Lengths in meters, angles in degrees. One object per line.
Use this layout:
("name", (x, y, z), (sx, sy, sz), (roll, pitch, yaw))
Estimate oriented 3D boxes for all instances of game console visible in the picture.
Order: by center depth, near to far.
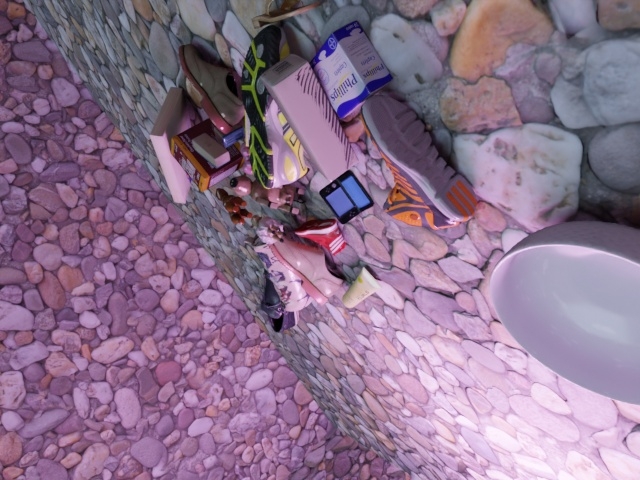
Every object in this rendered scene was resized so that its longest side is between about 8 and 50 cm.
("game console", (0.071, -0.118, 1.136), (0.122, 0.107, 0.071), (54, -177, -5))

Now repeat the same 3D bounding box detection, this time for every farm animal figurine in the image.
("farm animal figurine", (-0.192, -0.189, 1.309), (0.172, 0.330, 0.327), (21, 170, 43))

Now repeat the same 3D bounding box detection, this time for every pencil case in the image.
("pencil case", (-0.156, 0.124, 1.714), (0.184, 0.160, 0.410), (0, 129, 28))

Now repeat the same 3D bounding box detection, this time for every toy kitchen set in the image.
("toy kitchen set", (-0.283, -0.285, 1.330), (0.122, 0.207, 0.166), (40, 153, 24))

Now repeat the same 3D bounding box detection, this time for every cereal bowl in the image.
("cereal bowl", (0.474, 0.102, 0.678), (0.339, 0.141, 0.339), (38, 152, 25))

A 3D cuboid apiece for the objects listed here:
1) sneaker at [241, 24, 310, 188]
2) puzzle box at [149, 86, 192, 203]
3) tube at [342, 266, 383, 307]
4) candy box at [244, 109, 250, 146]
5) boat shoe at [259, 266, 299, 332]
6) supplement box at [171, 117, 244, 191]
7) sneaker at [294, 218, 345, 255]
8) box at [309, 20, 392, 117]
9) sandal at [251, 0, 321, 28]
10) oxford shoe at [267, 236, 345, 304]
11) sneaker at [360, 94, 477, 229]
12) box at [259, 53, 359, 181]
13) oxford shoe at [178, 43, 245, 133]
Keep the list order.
("sneaker", (-0.104, -0.331, 1.033), (0.145, 0.147, 0.384), (32, 128, 47))
("puzzle box", (-0.589, -0.378, 1.675), (0.052, 0.272, 0.409), (6, 148, -2))
("tube", (0.139, 0.172, 1.425), (0.070, 0.062, 0.240), (12, 151, -12))
("candy box", (-0.151, -0.354, 1.092), (0.105, 0.027, 0.205), (6, 119, 3))
("boat shoe", (-0.225, 0.318, 2.105), (0.187, 0.156, 0.500), (36, 150, 32))
("supplement box", (-0.418, -0.324, 1.515), (0.191, 0.194, 0.129), (51, 154, -1))
("sneaker", (0.000, 0.000, 1.390), (0.221, 0.087, 0.128), (3, 126, 59))
("box", (0.058, -0.349, 0.843), (0.137, 0.072, 0.126), (54, 155, -8))
("sandal", (-0.093, -0.513, 0.862), (0.240, 0.088, 0.079), (26, 143, 53))
("oxford shoe", (-0.069, 0.052, 1.496), (0.397, 0.146, 0.140), (49, -175, -17))
("sneaker", (0.170, -0.143, 0.872), (0.321, 0.125, 0.180), (52, 154, -3))
("box", (-0.020, -0.278, 0.942), (0.275, 0.094, 0.113), (54, 180, -41))
("oxford shoe", (-0.327, -0.496, 1.266), (0.348, 0.130, 0.123), (59, -169, 15))
